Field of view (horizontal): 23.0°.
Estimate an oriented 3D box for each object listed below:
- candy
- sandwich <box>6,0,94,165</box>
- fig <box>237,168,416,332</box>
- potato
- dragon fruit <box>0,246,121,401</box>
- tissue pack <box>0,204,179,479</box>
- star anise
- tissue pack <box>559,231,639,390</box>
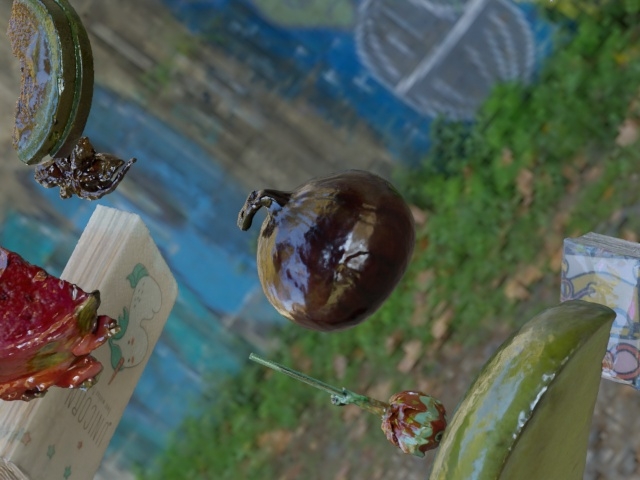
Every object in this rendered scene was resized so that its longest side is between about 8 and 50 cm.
[{"bbox_3d":[0.037,0.211,2.106,0.084,0.288,0.078,-79,15,-51],"label":"candy"},{"bbox_3d":[-0.191,-0.123,1.090,0.067,0.135,0.029,-16,-8,34],"label":"sandwich"},{"bbox_3d":[0.015,0.010,2.141,0.235,0.214,0.235,-18,33,12],"label":"fig"},{"bbox_3d":[0.212,0.162,1.607,0.269,0.112,0.255,-14,-52,-56],"label":"potato"},{"bbox_3d":[-0.285,0.075,1.216,0.126,0.274,0.161,-58,-20,-25],"label":"dragon fruit"},{"bbox_3d":[-0.266,0.139,1.766,0.170,0.071,0.325,68,-141,-53],"label":"tissue pack"},{"bbox_3d":[-0.290,-0.089,2.020,0.191,0.097,0.070,-25,40,48],"label":"star anise"},{"bbox_3d":[0.328,0.077,1.763,0.065,0.115,0.155,-14,-68,-45],"label":"tissue pack"}]
